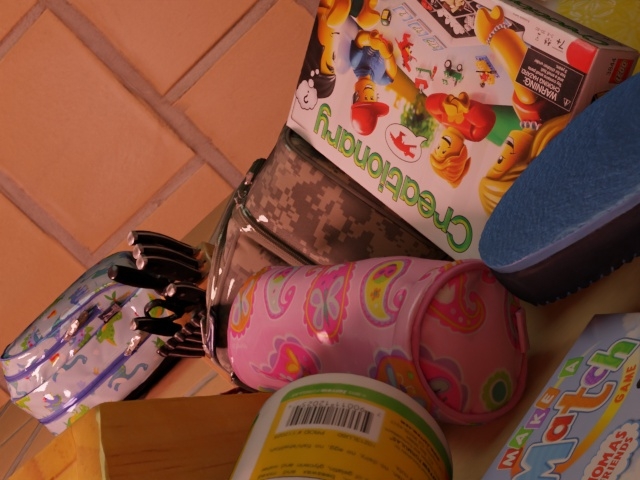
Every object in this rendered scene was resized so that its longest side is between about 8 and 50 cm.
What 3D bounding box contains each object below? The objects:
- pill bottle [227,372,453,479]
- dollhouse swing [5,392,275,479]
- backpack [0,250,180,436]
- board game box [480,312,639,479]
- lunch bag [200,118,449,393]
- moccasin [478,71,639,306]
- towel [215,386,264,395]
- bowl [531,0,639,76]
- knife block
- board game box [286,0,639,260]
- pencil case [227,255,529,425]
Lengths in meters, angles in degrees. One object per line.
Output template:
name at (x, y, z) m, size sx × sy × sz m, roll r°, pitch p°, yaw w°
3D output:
pill bottle at (-0.006, 0.198, 0.533) m, size 0.136 × 0.136 × 0.246 m, roll -38°, pitch 14°, yaw 29°
dollhouse swing at (-0.149, 0.331, 0.685) m, size 0.347 × 0.305 × 0.315 m, roll -41°, pitch -24°, yaw 21°
backpack at (-0.354, 0.164, 1.602) m, size 0.356 × 0.273 × 0.290 m, roll -56°, pitch 18°, yaw 4°
board game box at (0.176, 0.103, 0.484) m, size 0.160 × 0.039 × 0.211 m, roll -50°, pitch 12°, yaw -20°
lunch bag at (0.000, 0.000, 1.039) m, size 0.256 × 0.212 × 0.305 m, roll -57°, pitch 6°, yaw 26°
moccasin at (0.260, -0.058, 0.581) m, size 0.342 × 0.117 × 0.138 m, roll -36°, pitch 26°, yaw 15°
towel at (-0.166, 0.212, 0.989) m, size 0.199 × 0.031 × 0.275 m, roll -39°, pitch -15°, yaw 26°
bowl at (0.194, -0.125, 0.841) m, size 0.289 × 0.156 × 0.289 m, roll -48°, pitch 11°, yaw 12°
knife block at (-0.134, 0.057, 1.163) m, size 0.088 × 0.242 × 0.276 m, roll -40°, pitch 13°, yaw 18°
board game box at (0.092, -0.118, 0.776) m, size 0.305 × 0.053 × 0.193 m, roll 42°, pitch 125°, yaw 43°
pencil case at (0.034, 0.073, 0.761) m, size 0.124 × 0.124 × 0.284 m, roll -50°, pitch 22°, yaw -24°
